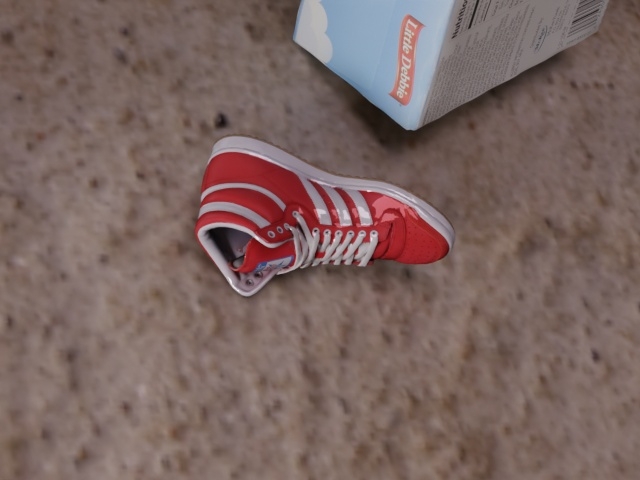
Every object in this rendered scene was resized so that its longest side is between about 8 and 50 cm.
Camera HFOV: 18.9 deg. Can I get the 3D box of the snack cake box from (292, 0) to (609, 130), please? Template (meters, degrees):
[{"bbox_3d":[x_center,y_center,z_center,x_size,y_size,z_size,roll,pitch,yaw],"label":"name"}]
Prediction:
[{"bbox_3d":[0.089,-0.196,0.893,0.152,0.264,0.089,-29,57,-38],"label":"snack cake box"}]

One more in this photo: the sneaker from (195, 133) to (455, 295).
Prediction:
[{"bbox_3d":[0.000,0.000,0.863,0.118,0.042,0.067,19,47,-4],"label":"sneaker"}]
